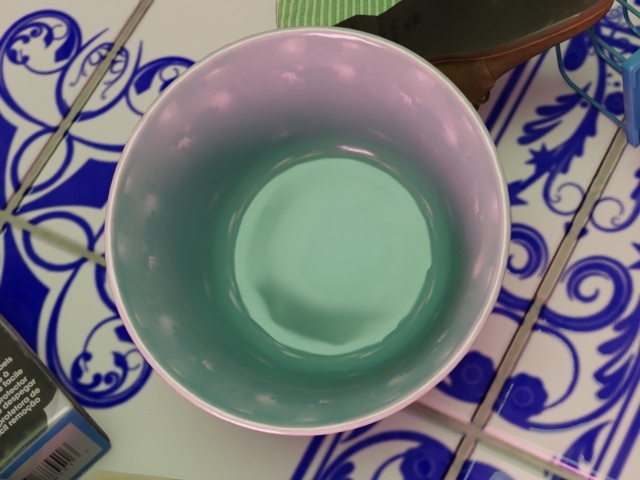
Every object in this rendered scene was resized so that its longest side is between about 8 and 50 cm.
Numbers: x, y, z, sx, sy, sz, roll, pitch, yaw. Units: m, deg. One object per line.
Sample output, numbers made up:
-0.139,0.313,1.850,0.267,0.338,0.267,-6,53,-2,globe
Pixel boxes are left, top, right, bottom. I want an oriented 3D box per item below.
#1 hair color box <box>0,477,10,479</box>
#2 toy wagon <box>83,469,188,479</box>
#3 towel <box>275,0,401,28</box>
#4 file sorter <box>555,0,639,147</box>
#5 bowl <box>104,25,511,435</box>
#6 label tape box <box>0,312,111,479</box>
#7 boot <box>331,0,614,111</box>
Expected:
-0.277,0.245,0.976,0.072,0.043,0.141,19,81,-5,hair color box
-0.144,0.350,0.956,0.267,0.068,0.344,2,70,23,toy wagon
0.062,-0.294,1.232,0.247,0.038,0.325,-14,66,19,towel
0.297,-0.192,1.111,0.170,0.118,0.104,-39,60,-7,file sorter
0.000,0.000,1.037,0.311,0.163,0.312,-2,81,10,bowl
-0.381,0.133,1.117,0.240,0.106,0.333,-43,63,-10,label tape box
0.118,-0.156,1.100,0.305,0.115,0.112,-18,45,27,boot
